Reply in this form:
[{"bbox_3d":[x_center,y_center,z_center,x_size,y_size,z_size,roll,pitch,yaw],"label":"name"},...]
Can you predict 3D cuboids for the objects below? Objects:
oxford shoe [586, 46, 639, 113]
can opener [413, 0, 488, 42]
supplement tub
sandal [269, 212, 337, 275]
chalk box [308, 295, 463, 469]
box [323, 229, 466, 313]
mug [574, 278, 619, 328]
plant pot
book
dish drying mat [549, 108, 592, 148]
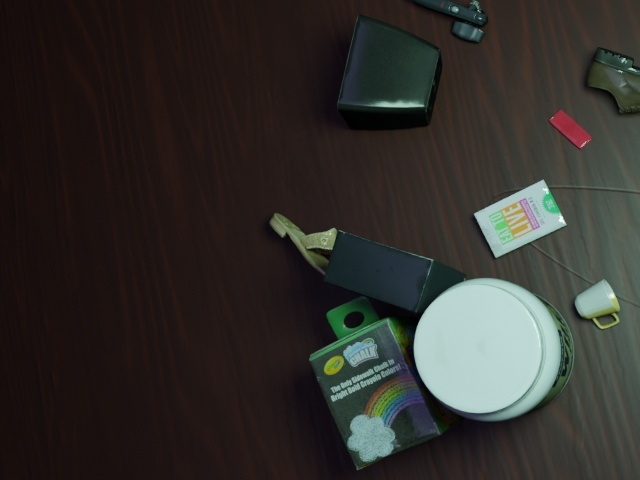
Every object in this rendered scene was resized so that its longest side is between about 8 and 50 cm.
[{"bbox_3d":[0.592,-0.266,1.560,0.227,0.083,0.096,29,113,23],"label":"oxford shoe"},{"bbox_3d":[0.254,-0.463,1.726,0.186,0.059,0.073,33,96,22],"label":"can opener"},{"bbox_3d":[0.298,0.187,1.467,0.236,0.325,0.235,-3,81,21],"label":"supplement tub"},{"bbox_3d":[-0.003,-0.001,1.746,0.240,0.088,0.079,41,104,27],"label":"sandal"},{"bbox_3d":[0.111,0.248,1.606,0.180,0.179,0.288,-28,76,18],"label":"chalk box"},{"bbox_3d":[0.144,0.068,1.582,0.184,0.261,0.103,15,88,24],"label":"box"},{"bbox_3d":[0.496,0.117,1.543,0.064,0.062,0.078,-28,66,24],"label":"mug"},{"bbox_3d":[0.145,-0.312,1.690,0.167,0.187,0.188,13,87,12],"label":"plant pot"},{"bbox_3d":[0.379,-0.039,1.630,0.144,0.035,0.096,-28,77,15],"label":"book"},{"bbox_3d":[0.473,-0.210,1.627,0.032,0.008,0.083,-45,68,9],"label":"dish drying mat"}]
